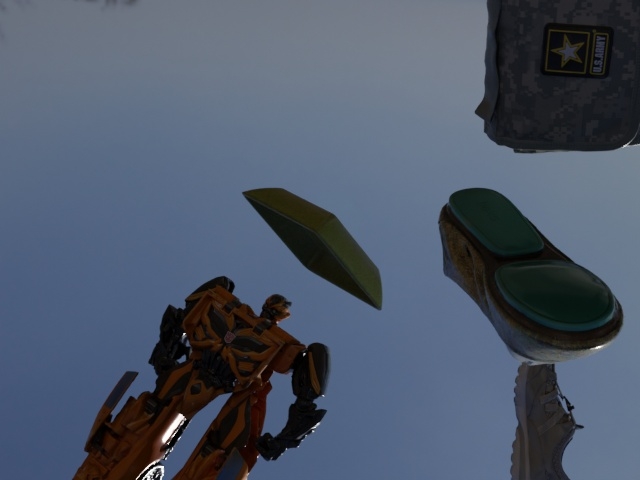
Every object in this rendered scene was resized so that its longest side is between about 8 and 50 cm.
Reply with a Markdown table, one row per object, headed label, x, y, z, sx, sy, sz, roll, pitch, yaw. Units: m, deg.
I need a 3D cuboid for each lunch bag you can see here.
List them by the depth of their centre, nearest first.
| label | x | y | z | sx | sy | sz | roll | pitch | yaw |
| --- | --- | --- | --- | --- | --- | --- | --- | --- | --- |
| lunch bag | 0.292 | -0.220 | 1.190 | 0.287 | 0.235 | 0.169 | -14 | -146 | -18 |

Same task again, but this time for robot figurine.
| label | x | y | z | sx | sy | sz | roll | pitch | yaw |
| --- | --- | --- | --- | --- | --- | --- | --- | --- | --- |
| robot figurine | -0.121 | 0.175 | 1.204 | 0.211 | 0.291 | 0.085 | 32 | 178 | 26 |

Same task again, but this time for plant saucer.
| label | x | y | z | sx | sy | sz | roll | pitch | yaw |
| --- | --- | --- | --- | --- | --- | --- | --- | --- | --- |
| plant saucer | 0.000 | 0.000 | 1.699 | 0.188 | 0.045 | 0.188 | 28 | 163 | 49 |

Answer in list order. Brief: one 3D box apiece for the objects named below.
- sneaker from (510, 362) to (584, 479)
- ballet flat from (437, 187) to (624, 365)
| label | x | y | z | sx | sy | sz | roll | pitch | yaw |
| --- | --- | --- | --- | --- | --- | --- | --- | --- | --- |
| sneaker | 0.383 | 0.290 | 2.023 | 0.115 | 0.281 | 0.105 | 2 | 175 | 15 |
| ballet flat | 0.202 | 0.056 | 1.200 | 0.123 | 0.123 | 0.348 | 2 | -158 | -15 |
